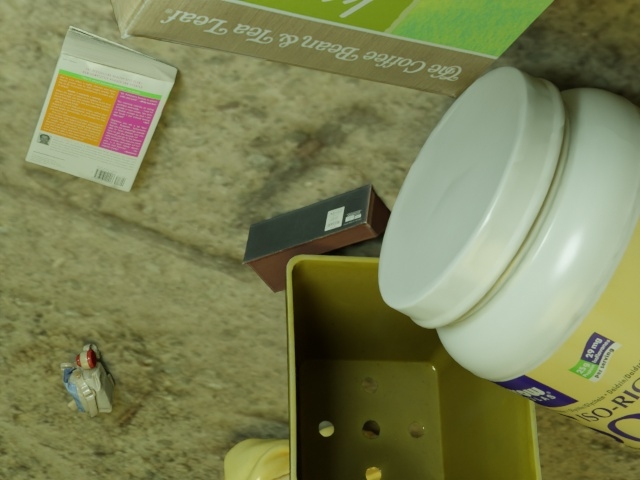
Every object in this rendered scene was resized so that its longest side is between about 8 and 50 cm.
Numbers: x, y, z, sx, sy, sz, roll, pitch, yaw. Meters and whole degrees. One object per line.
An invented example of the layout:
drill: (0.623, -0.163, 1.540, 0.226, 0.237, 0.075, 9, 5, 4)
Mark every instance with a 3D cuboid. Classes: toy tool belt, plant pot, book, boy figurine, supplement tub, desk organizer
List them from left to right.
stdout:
toy tool belt: (-0.248, 0.147, 1.484, 0.051, 0.052, 0.083, -9, 134, 8)
book: (-0.187, -0.105, 1.218, 0.096, 0.035, 0.144, 18, 137, -13)
desk organizer: (0.000, 0.000, 1.282, 0.130, 0.047, 0.050, -18, 132, 28)
boy figurine: (0.039, 0.255, 1.515, 0.285, 0.092, 0.177, 8, 140, -2)
plant pot: (0.064, 0.149, 1.301, 0.212, 0.212, 0.187, 2, 157, -9)
supplement tub: (0.238, 0.028, 1.122, 0.331, 0.241, 0.241, 26, 135, -16)

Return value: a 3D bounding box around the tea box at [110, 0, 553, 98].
tea box: (0.032, -0.303, 0.707, 0.220, 0.329, 0.323, 6, 144, -33)
